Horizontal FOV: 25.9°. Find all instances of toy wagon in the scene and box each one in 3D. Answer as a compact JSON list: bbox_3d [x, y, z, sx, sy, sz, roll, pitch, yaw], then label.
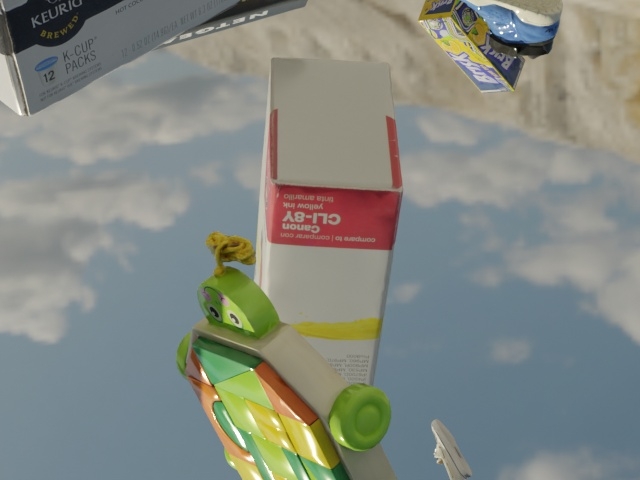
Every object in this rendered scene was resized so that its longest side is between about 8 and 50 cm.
[{"bbox_3d":[-0.037,0.149,1.264,0.068,0.344,0.267,-40,-150,-26],"label":"toy wagon"}]

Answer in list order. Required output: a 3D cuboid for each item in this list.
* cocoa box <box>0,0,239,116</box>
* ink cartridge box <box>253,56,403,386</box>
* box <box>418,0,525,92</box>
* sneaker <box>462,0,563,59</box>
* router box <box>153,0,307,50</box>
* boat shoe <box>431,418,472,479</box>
[{"bbox_3d":[-0.262,-0.306,1.117,0.231,0.228,0.347,-33,-129,-28],"label":"cocoa box"},{"bbox_3d":[0.000,0.000,1.795,0.160,0.385,0.279,2,-141,-4],"label":"ink cartridge box"},{"bbox_3d":[0.205,-0.268,1.874,0.059,0.054,0.169,1,151,44],"label":"box"},{"bbox_3d":[0.178,-0.239,1.464,0.152,0.085,0.058,23,-126,17],"label":"sneaker"},{"bbox_3d":[-0.195,-0.385,1.813,0.308,0.243,0.081,-18,179,-7],"label":"router box"},{"bbox_3d":[0.172,0.292,1.916,0.035,0.035,0.100,32,-156,-53],"label":"boat shoe"}]
